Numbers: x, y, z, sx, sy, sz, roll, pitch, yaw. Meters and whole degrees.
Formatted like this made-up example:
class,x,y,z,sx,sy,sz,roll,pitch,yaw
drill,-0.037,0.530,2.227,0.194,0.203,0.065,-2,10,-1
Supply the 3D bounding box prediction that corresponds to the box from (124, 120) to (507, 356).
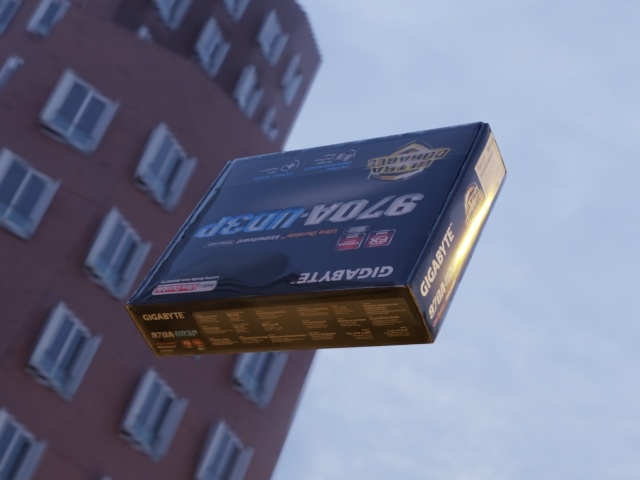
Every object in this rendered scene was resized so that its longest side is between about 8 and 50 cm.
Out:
class,x,y,z,sx,sy,sz,roll,pitch,yaw
box,0.000,0.000,0.878,0.220,0.175,0.051,-5,-54,32
